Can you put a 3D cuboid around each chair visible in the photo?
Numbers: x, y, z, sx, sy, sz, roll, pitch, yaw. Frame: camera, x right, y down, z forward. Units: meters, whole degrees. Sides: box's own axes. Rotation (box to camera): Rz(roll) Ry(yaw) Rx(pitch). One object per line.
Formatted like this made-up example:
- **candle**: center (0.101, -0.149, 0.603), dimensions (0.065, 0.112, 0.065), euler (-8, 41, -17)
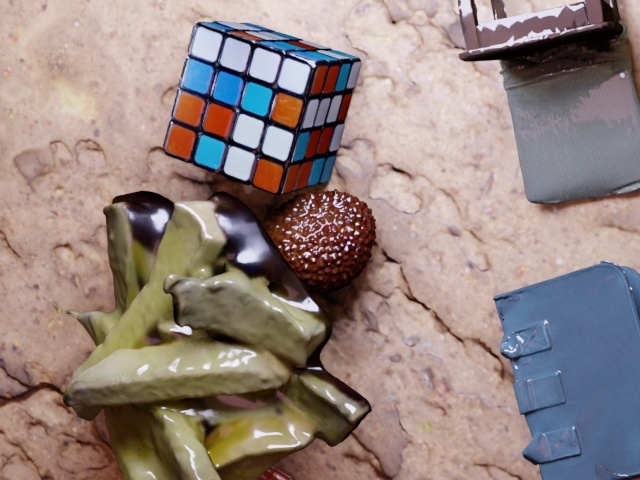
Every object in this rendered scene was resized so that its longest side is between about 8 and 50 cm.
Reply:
- **chair**: center (0.237, -0.193, 1.599), dimensions (0.160, 0.186, 0.319), euler (-10, 92, 18)

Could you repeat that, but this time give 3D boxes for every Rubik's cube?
- **Rubik's cube**: center (-0.063, -0.152, 1.744), dimensions (0.154, 0.151, 0.155), euler (21, 106, 18)

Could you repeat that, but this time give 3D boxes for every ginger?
- **ginger**: center (-0.156, 0.156, 1.739), dimensions (0.358, 0.211, 0.413), euler (-9, 103, 42)

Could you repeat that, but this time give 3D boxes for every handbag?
- **handbag**: center (0.284, 0.150, 1.675), dimensions (0.179, 0.062, 0.229), euler (-21, 77, 29)

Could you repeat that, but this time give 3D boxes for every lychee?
- **lychee**: center (0.001, -0.001, 1.762), dimensions (0.129, 0.123, 0.123), euler (-40, 81, -6)

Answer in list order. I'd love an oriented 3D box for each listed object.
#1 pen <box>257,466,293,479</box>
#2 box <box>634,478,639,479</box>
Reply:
- **pen**: center (0.004, 0.324, 1.855), dimensions (0.239, 0.028, 0.028), euler (31, 108, 15)
- **box**: center (0.372, 0.308, 1.691), dimensions (0.100, 0.048, 0.152), euler (14, 101, 18)
